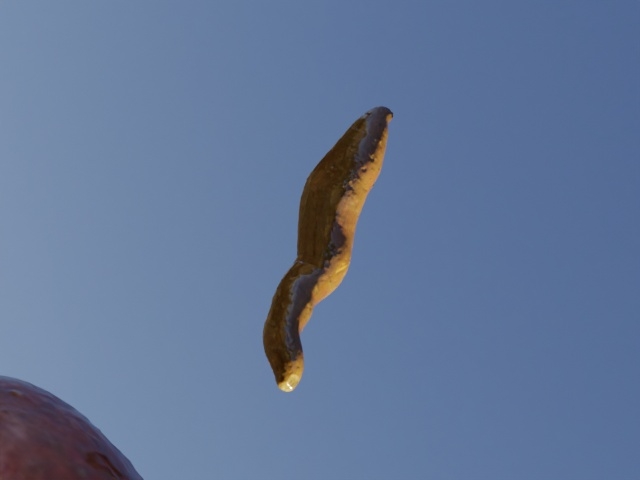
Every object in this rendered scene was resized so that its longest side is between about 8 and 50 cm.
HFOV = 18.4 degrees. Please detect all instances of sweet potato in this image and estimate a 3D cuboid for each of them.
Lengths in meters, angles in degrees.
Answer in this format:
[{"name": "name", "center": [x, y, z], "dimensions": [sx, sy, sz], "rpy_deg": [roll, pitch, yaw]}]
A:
[{"name": "sweet potato", "center": [0.002, 0.002, 1.097], "dimensions": [0.179, 0.044, 0.044], "rpy_deg": [-68, -168, -20]}]

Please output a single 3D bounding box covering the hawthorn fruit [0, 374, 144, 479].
[{"name": "hawthorn fruit", "center": [-0.185, 0.173, 0.957], "dimensions": [0.235, 0.231, 0.263], "rpy_deg": [-19, -64, 40]}]
